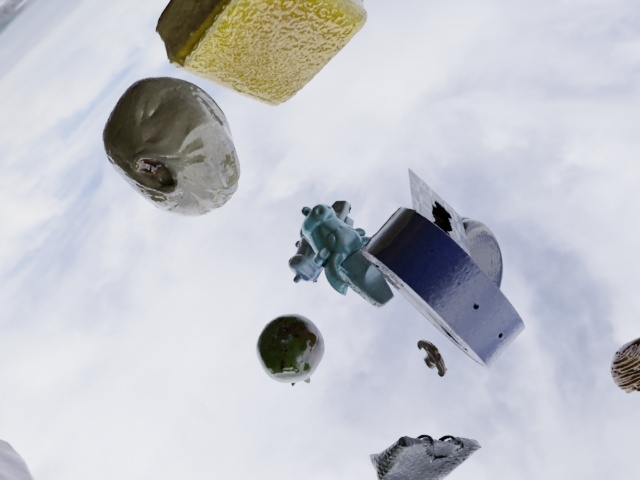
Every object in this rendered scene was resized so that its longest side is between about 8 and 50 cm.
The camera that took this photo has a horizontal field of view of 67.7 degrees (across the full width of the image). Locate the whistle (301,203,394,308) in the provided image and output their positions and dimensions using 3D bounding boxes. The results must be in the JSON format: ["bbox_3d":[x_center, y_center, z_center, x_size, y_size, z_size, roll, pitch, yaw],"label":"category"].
[{"bbox_3d":[0.050,0.029,1.016,0.186,0.274,0.093,-31,165,-45],"label":"whistle"}]

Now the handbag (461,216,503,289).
[{"bbox_3d":[0.354,0.088,1.182,0.093,0.253,0.308,-6,-124,49],"label":"handbag"}]

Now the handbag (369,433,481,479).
[{"bbox_3d":[0.240,0.509,1.116,0.175,0.270,0.089,-52,-142,31],"label":"handbag"}]

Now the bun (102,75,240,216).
[{"bbox_3d":[-0.181,-0.101,0.575,0.167,0.173,0.113,-53,-172,32],"label":"bun"}]

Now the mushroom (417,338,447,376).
[{"bbox_3d":[0.264,0.277,1.131,0.101,0.019,0.049,55,-49,35],"label":"mushroom"}]

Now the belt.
[{"bbox_3d":[0.227,0.090,0.874,0.117,0.347,0.212,-47,-156,-1],"label":"belt"}]

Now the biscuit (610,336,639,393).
[{"bbox_3d":[0.684,0.247,0.948,0.176,0.229,0.031,11,-137,13],"label":"biscuit"}]

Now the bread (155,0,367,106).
[{"bbox_3d":[-0.110,-0.445,0.961,0.323,0.333,0.143,-34,-113,29],"label":"bread"}]

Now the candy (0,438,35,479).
[{"bbox_3d":[-0.501,0.437,0.564,0.208,0.145,0.359,14,-119,39],"label":"candy"}]

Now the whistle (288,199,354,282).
[{"bbox_3d":[0.000,0.000,1.244,0.180,0.093,0.269,-3,-128,49],"label":"whistle"}]

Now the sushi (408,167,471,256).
[{"bbox_3d":[0.246,-0.040,1.064,0.050,0.192,0.215,-41,-159,29],"label":"sushi"}]

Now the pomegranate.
[{"bbox_3d":[-0.072,0.298,1.254,0.181,0.224,0.182,-8,-131,9],"label":"pomegranate"}]
